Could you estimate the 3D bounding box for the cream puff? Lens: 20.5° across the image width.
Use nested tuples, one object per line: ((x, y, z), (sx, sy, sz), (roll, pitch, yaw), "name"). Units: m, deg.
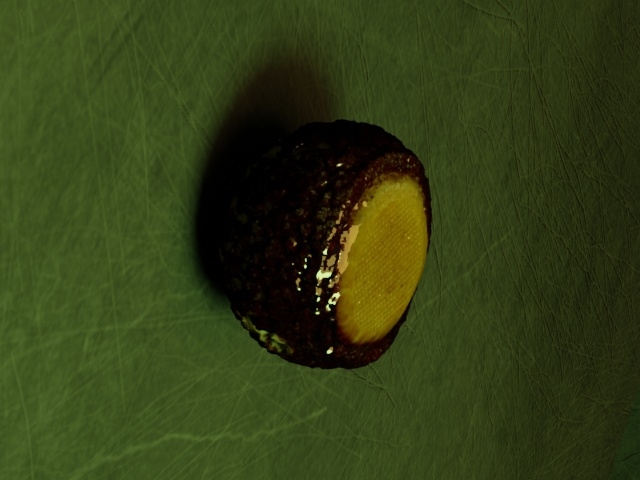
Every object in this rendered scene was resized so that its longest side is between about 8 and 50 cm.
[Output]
((0.000, 0.000, 1.644), (0.239, 0.165, 0.239), (-35, 133, -49), "cream puff")
